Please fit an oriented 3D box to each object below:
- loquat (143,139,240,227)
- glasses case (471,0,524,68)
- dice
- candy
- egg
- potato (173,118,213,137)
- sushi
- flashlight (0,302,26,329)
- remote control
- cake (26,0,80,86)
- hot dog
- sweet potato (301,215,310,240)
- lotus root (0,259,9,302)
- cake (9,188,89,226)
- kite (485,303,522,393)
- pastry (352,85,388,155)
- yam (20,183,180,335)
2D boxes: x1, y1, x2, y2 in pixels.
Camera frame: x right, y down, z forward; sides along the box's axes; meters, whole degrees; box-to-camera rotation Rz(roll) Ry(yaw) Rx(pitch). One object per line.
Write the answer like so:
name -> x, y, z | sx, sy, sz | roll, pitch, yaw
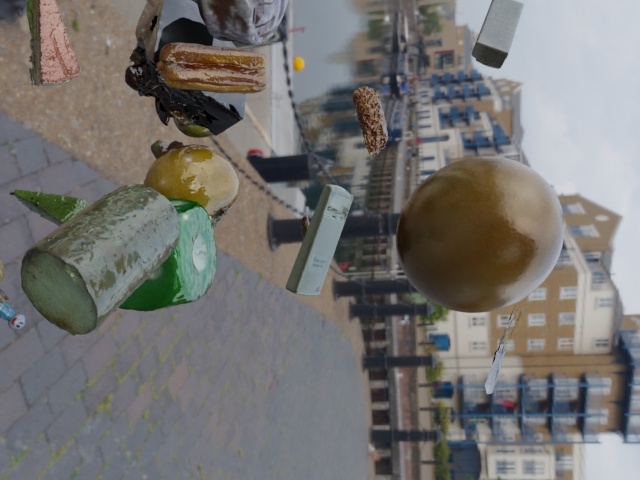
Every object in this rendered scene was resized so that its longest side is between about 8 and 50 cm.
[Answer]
loquat -> -0.457, -0.196, 2.040 | 0.359, 0.328, 0.328 | 51, 14, -2
glasses case -> 0.374, -0.443, 1.258 | 0.047, 0.070, 0.205 | 106, 8, -54
dice -> -0.498, 0.037, 1.796 | 0.297, 0.299, 0.287 | -55, 144, -68
candy -> -0.147, -0.496, 1.149 | 0.290, 0.157, 0.214 | -70, 165, -55
egg -> 0.288, -0.010, 1.099 | 0.351, 0.282, 0.283 | 132, -39, -65
potato -> -0.377, -0.402, 1.937 | 0.155, 0.137, 0.200 | -54, 163, 27
sushi -> -0.304, -0.368, 1.299 | 0.227, 0.212, 0.216 | 26, 57, -41
flashlight -> -0.908, 0.206, 1.715 | 0.129, 0.051, 0.051 | 45, 26, -17
remote control -> 0.000, 0.000, 1.488 | 0.123, 0.038, 0.286 | 10, 100, -58
cake -> -0.574, -0.445, 1.279 | 0.109, 0.090, 0.226 | 19, -69, 53
hot dog -> -0.156, -0.251, 0.873 | 0.045, 0.165, 0.071 | 163, -78, -65
sweet potato -> -0.021, 0.001, 1.747 | 0.214, 0.050, 0.050 | 59, 27, -45
lotus root -> -0.917, 0.063, 1.563 | 0.154, 0.140, 0.257 | -131, -150, -63
cake -> -0.803, -0.107, 1.797 | 0.099, 0.235, 0.100 | -58, 167, -23
kite -> 0.543, 0.321, 1.776 | 0.286, 0.015, 0.152 | -64, 150, -11
pastry -> 0.115, -0.269, 1.314 | 0.087, 0.063, 0.170 | 37, 37, -63
yam -> -0.353, 0.024, 0.974 | 0.268, 0.161, 0.161 | -63, 148, -60
